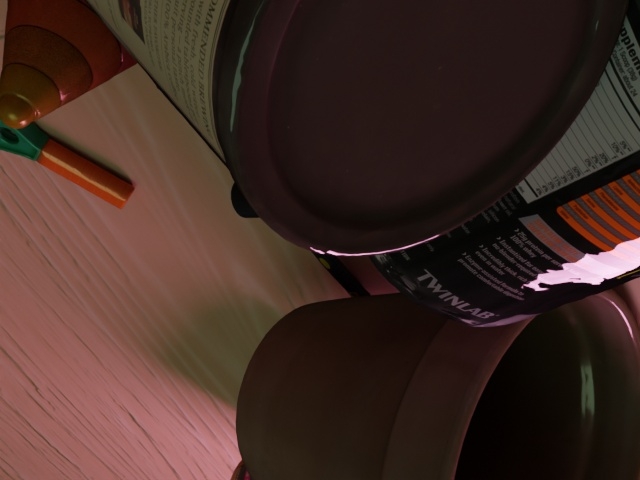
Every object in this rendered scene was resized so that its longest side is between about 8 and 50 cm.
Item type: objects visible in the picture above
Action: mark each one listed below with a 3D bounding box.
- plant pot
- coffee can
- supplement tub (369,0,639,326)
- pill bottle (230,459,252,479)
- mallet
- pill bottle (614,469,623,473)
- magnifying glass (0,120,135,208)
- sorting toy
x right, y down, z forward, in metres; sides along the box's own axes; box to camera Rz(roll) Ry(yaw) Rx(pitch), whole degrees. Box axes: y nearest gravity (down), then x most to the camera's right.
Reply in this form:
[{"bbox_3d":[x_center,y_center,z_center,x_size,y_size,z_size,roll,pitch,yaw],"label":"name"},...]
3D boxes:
[{"bbox_3d":[0.086,0.172,1.002,0.280,0.323,0.323,10,147,40],"label":"plant pot"},{"bbox_3d":[-0.017,-0.153,0.560,0.275,0.201,0.201,49,166,40],"label":"coffee can"},{"bbox_3d":[0.176,-0.087,0.648,0.207,0.207,0.338,36,144,-20],"label":"supplement tub"},{"bbox_3d":[0.012,0.268,1.289,0.162,0.162,0.278,29,146,-10],"label":"pill bottle"},{"bbox_3d":[0.000,0.000,1.038,0.062,0.039,0.189,-14,137,39],"label":"mallet"},{"bbox_3d":[0.318,0.232,1.125,0.087,0.087,0.160,3,142,27],"label":"pill bottle"},{"bbox_3d":[-0.279,-0.098,1.071,0.231,0.026,0.092,32,145,-11],"label":"magnifying glass"},{"bbox_3d":[-0.094,-0.098,0.867,0.365,0.126,0.127,18,146,8],"label":"sorting toy"}]
